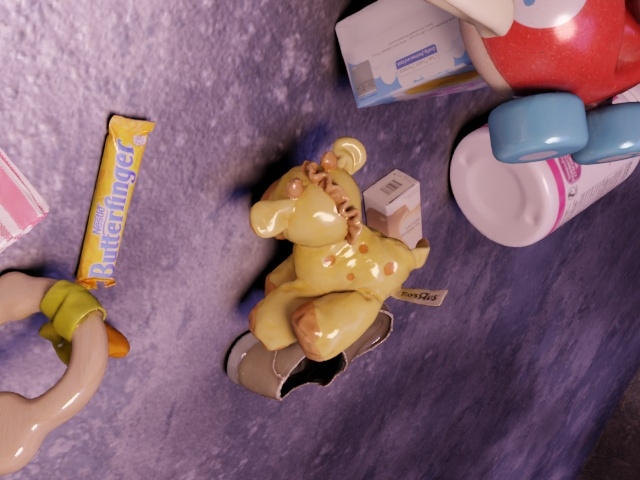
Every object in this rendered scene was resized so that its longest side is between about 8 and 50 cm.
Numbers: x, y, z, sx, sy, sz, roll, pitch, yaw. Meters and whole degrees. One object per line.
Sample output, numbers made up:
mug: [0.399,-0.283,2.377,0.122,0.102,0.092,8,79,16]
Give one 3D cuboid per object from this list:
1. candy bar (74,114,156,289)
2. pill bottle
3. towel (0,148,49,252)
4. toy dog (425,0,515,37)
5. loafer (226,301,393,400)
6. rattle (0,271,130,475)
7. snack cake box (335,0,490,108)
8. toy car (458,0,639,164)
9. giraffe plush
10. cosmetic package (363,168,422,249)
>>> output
candy bar: [-0.175,-0.029,0.612,0.040,0.018,0.161,-3,120,-46]
pill bottle: [0.323,-0.120,0.968,0.283,0.160,0.160,-30,137,-30]
towel: [-0.289,-0.011,0.439,0.197,0.029,0.144,-42,112,-16]
toy dog: [0.018,-0.380,0.361,0.395,0.284,0.408,19,108,-33]
loafer: [0.006,0.138,0.885,0.251,0.087,0.094,-17,130,-39]
rattle: [-0.240,0.136,0.575,0.143,0.130,0.200,126,-21,-64]
snack cake box: [0.165,-0.205,0.719,0.264,0.152,0.089,-17,93,-39]
toy car: [0.247,-0.187,0.529,0.210,0.238,0.219,-4,84,-39]
giraffe plush: [0.000,0.000,0.720,0.170,0.210,0.181,58,38,-27]
cosmetic package: [0.091,-0.023,0.889,0.060,0.041,0.115,-37,140,-22]
